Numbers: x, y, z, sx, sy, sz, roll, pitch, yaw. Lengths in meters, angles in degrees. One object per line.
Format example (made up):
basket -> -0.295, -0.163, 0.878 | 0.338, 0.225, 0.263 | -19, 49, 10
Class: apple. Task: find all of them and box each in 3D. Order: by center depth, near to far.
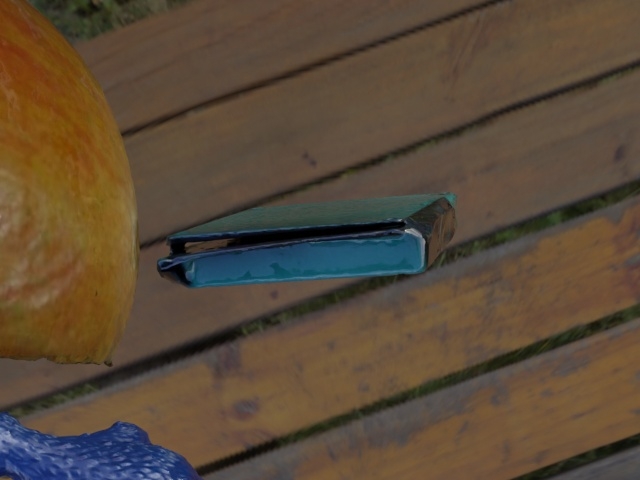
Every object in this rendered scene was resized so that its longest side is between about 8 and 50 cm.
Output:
apple -> -0.231, -0.038, 0.624 | 0.179, 0.346, 0.254 | -49, 50, 30

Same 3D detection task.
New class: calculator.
calculator -> 0.000, 0.000, 1.252 | 0.248, 0.274, 0.058 | -4, 97, 13

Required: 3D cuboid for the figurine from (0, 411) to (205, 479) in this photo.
figurine -> -0.185, 0.214, 1.098 | 0.262, 0.120, 0.164 | 17, 48, -8
